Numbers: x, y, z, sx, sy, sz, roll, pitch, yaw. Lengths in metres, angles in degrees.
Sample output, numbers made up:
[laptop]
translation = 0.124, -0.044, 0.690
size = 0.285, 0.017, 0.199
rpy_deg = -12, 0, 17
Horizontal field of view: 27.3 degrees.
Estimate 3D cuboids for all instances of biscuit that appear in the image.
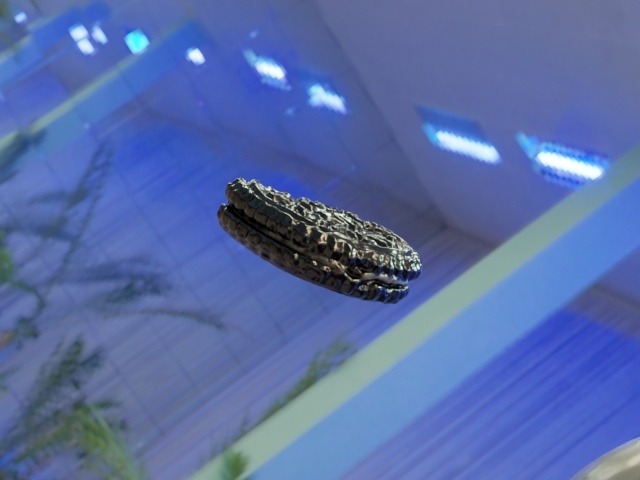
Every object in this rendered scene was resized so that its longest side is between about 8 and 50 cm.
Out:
[biscuit]
translation = 0.000, 0.000, 0.564
size = 0.089, 0.027, 0.087
rpy_deg = 25, 10, 11

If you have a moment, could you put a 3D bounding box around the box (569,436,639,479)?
[box]
translation = 0.207, 0.201, 0.328
size = 0.288, 0.141, 0.349
rpy_deg = -10, -74, 39
